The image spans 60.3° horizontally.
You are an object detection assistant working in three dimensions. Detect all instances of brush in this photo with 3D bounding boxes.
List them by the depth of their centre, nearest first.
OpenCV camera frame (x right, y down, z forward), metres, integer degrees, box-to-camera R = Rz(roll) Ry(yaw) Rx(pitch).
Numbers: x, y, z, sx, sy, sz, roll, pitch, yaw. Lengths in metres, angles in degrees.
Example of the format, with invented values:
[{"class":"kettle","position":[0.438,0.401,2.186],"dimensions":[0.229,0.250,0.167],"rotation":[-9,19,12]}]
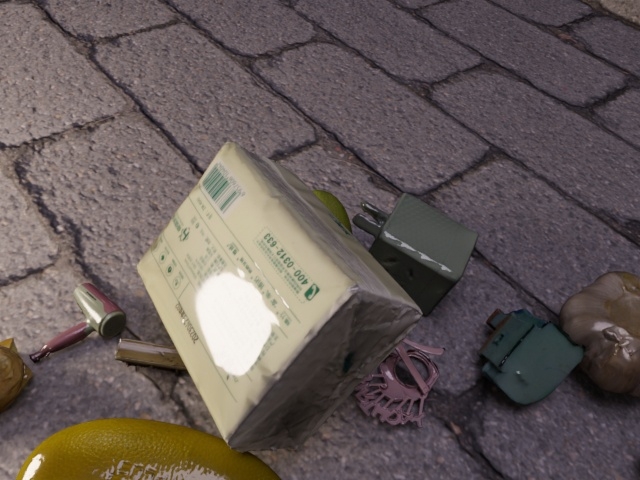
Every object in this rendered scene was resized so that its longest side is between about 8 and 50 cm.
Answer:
[{"class":"brush","position":[-0.212,0.204,0.918],"dimensions":[0.247,0.036,0.043],"rotation":[10,52,-8]}]

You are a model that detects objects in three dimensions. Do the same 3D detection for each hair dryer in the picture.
[{"class":"hair dryer","position":[-0.419,0.148,0.930],"dimensions":[0.106,0.054,0.154],"rotation":[32,57,25]}]

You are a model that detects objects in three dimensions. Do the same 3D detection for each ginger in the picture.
[{"class":"ginger","position":[-0.533,0.223,0.807],"dimensions":[0.193,0.123,0.115],"rotation":[-36,82,-26]}]

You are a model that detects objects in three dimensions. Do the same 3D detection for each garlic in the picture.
[{"class":"garlic","position":[0.535,0.169,0.971],"dimensions":[0.227,0.152,0.228],"rotation":[1,56,-2]}]

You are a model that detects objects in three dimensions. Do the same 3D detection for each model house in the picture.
[{"class":"model house","position":[0.342,0.187,0.961],"dimensions":[0.119,0.148,0.149],"rotation":[39,4,-17]}]

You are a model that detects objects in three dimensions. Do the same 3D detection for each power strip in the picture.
[{"class":"power strip","position":[0.157,0.011,1.042],"dimensions":[0.224,0.140,0.139],"rotation":[30,52,6]}]

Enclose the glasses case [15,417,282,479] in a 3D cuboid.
[{"class":"glasses case","position":[-0.206,0.340,0.726],"dimensions":[0.371,0.141,0.173],"rotation":[13,48,3]}]

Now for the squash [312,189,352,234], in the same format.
[{"class":"squash","position":[0.000,0.000,1.056],"dimensions":[0.132,0.133,0.247],"rotation":[5,49,-4]}]

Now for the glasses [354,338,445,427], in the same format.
[{"class":"glasses","position":[0.101,0.195,0.930],"dimensions":[0.162,0.095,0.255],"rotation":[-31,57,-20]}]

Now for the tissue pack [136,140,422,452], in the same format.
[{"class":"tissue pack","position":[-0.083,0.076,0.828],"dimensions":[0.207,0.297,0.380],"rotation":[25,20,-49]}]
